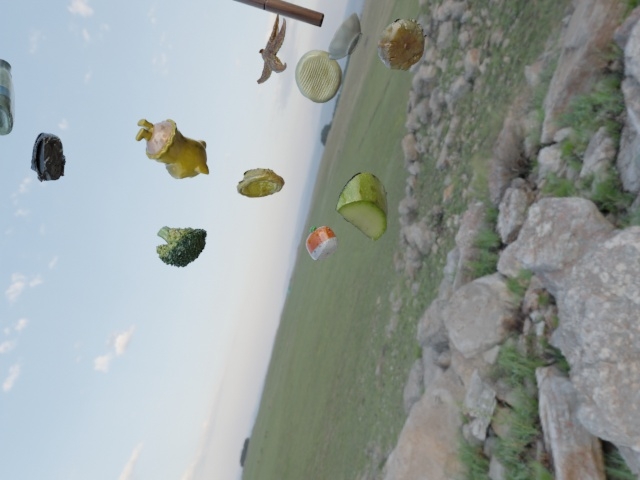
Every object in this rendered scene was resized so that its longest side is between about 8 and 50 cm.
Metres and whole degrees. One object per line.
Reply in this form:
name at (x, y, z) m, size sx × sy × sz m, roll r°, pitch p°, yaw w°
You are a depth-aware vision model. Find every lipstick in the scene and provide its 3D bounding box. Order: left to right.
lipstick at (-0.161, -0.899, 1.817) m, size 0.057 × 0.356 × 0.057 m, roll -167°, pitch 90°, yaw -83°

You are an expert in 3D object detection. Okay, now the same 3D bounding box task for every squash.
squash at (0.159, -0.119, 1.418) m, size 0.085 × 0.192 × 0.184 m, roll -3°, pitch 57°, yaw 55°

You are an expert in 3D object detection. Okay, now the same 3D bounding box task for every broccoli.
broccoli at (-0.568, 0.011, 1.872) m, size 0.219 × 0.194 × 0.194 m, roll -45°, pitch -23°, yaw -48°

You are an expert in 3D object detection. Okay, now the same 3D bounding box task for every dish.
dish at (0.107, -0.755, 1.782) m, size 0.191 × 0.066 × 0.191 m, roll -52°, pitch -7°, yaw -9°

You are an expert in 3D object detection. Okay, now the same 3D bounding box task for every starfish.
starfish at (-0.153, -0.592, 1.494) m, size 0.240 × 0.043 × 0.227 m, roll 55°, pitch 137°, yaw 45°

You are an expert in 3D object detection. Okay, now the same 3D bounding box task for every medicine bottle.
medicine bottle at (-0.691, -0.319, 1.016) m, size 0.208 × 0.053 × 0.090 m, roll 63°, pitch 145°, yaw 34°

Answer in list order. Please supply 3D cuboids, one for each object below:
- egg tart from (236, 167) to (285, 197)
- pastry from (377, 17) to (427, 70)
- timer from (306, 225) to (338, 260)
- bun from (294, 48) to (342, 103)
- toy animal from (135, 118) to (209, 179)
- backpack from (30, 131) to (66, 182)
egg tart at (-0.229, -0.224, 1.803) m, size 0.191 × 0.191 × 0.074 m, roll 112°, pitch 153°, yaw -71°
pastry at (0.243, -0.587, 1.418) m, size 0.153 × 0.153 × 0.081 m, roll 107°, pitch 149°, yaw -45°
timer at (0.000, 0.000, 1.777) m, size 0.099 × 0.136 × 0.136 m, roll 12°, pitch -87°, yaw -54°
bun at (-0.011, -0.705, 2.020) m, size 0.127 × 0.222 × 0.222 m, roll -107°, pitch 28°, yaw -56°
toy animal at (-0.439, -0.280, 1.412) m, size 0.156 × 0.229 × 0.156 m, roll -21°, pitch 58°, yaw 37°
backpack at (-0.973, -0.301, 1.698) m, size 0.120 × 0.105 × 0.165 m, roll 40°, pitch 117°, yaw 40°
